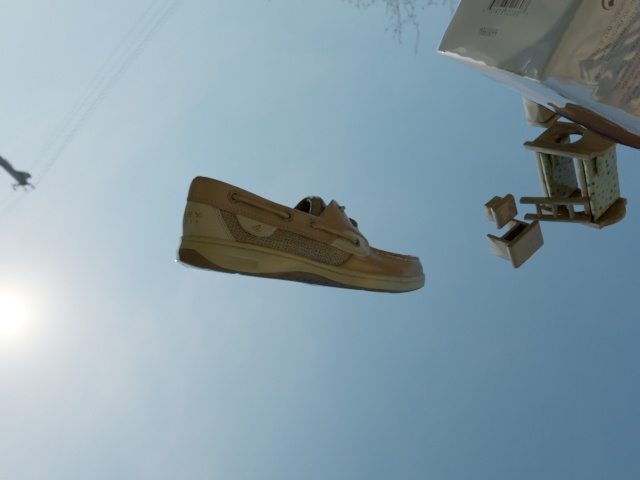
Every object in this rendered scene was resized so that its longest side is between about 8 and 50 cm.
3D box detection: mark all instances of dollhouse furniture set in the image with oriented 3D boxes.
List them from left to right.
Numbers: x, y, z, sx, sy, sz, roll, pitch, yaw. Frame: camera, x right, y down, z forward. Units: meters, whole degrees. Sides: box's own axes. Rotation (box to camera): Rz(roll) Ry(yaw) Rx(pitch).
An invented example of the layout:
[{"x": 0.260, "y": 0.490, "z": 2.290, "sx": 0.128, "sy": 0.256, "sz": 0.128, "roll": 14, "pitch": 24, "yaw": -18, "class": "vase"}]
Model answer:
[{"x": 0.269, "y": -0.078, "z": 0.652, "sx": 0.161, "sy": 0.182, "sz": 0.101, "roll": -39, "pitch": -147, "yaw": -17, "class": "dollhouse furniture set"}]

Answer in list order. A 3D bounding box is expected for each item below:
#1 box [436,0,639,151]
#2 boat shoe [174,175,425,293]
[{"x": 0.184, "y": -0.116, "z": 0.338, "sx": 0.091, "sy": 0.171, "sz": 0.130, "roll": -65, "pitch": -159, "yaw": 17, "class": "box"}, {"x": 0.000, "y": 0.000, "z": 0.669, "sx": 0.122, "sy": 0.341, "sz": 0.110, "roll": 0, "pitch": -99, "yaw": 54, "class": "boat shoe"}]
